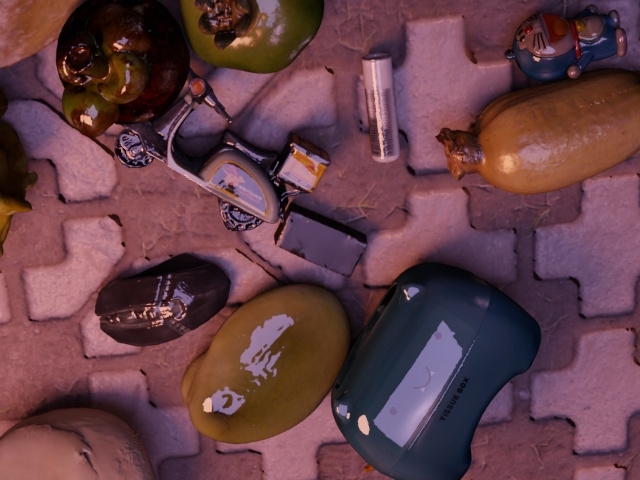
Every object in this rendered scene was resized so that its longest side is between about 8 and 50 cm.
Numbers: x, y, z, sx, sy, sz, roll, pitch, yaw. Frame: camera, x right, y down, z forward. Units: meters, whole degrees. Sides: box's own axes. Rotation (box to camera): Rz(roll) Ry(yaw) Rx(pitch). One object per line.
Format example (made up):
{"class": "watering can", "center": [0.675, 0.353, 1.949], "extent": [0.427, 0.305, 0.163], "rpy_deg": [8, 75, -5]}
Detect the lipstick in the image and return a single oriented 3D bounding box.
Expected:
{"class": "lipstick", "center": [0.080, -0.173, 1.563], "extent": [0.040, 0.040, 0.141], "rpy_deg": [-7, 111, -1]}

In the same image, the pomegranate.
{"class": "pomegranate", "center": [-0.090, -0.280, 1.414], "extent": [0.187, 0.225, 0.187], "rpy_deg": [4, 112, 10]}

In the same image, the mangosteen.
{"class": "mangosteen", "center": [-0.248, -0.211, 1.430], "extent": [0.172, 0.184, 0.172], "rpy_deg": [25, 143, 20]}

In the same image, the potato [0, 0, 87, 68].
{"class": "potato", "center": [-0.348, -0.369, 1.437], "extent": [0.211, 0.189, 0.264], "rpy_deg": [53, 141, 15]}

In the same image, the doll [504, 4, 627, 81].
{"class": "doll", "center": [0.309, -0.251, 1.521], "extent": [0.152, 0.114, 0.085], "rpy_deg": [-9, 143, 5]}

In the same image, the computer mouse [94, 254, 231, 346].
{"class": "computer mouse", "center": [-0.214, 0.087, 1.630], "extent": [0.192, 0.062, 0.105], "rpy_deg": [-16, 110, 1]}

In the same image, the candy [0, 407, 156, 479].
{"class": "candy", "center": [-0.348, 0.372, 1.648], "extent": [0.296, 0.185, 0.295], "rpy_deg": [-1, 84, 10]}

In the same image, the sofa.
{"class": "sofa", "center": [0.000, 0.000, 1.624], "extent": [0.118, 0.039, 0.060], "rpy_deg": [23, 106, -11]}

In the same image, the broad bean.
{"class": "broad bean", "center": [-0.069, 0.174, 1.642], "extent": [0.263, 0.121, 0.189], "rpy_deg": [-43, 111, 9]}

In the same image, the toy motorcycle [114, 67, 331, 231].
{"class": "toy motorcycle", "center": [-0.135, -0.115, 1.546], "extent": [0.263, 0.091, 0.157], "rpy_deg": [30, 102, -13]}

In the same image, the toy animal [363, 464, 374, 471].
{"class": "toy animal", "center": [0.077, 0.288, 1.729], "extent": [0.081, 0.060, 0.083], "rpy_deg": [-36, 117, 8]}

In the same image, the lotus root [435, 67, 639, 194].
{"class": "lotus root", "center": [0.306, -0.136, 1.535], "extent": [0.303, 0.146, 0.130], "rpy_deg": [-17, 109, -1]}

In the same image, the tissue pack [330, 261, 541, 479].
{"class": "tissue pack", "center": [0.138, 0.171, 1.603], "extent": [0.206, 0.198, 0.287], "rpy_deg": [30, 96, -15]}

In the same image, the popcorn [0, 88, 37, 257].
{"class": "popcorn", "center": [-0.485, -0.077, 1.470], "extent": [0.258, 0.224, 0.270], "rpy_deg": [17, 100, -28]}
